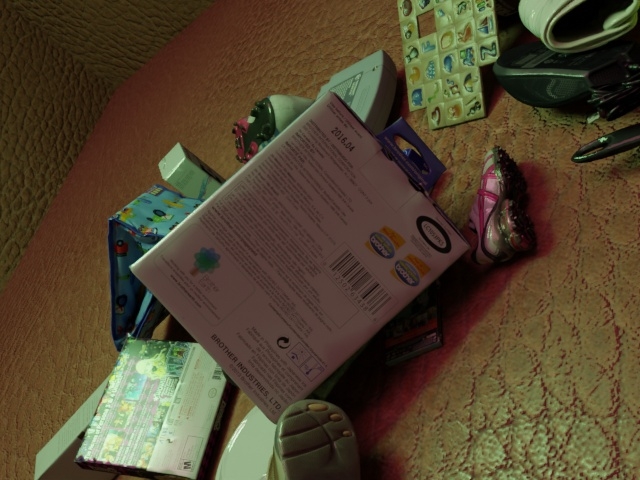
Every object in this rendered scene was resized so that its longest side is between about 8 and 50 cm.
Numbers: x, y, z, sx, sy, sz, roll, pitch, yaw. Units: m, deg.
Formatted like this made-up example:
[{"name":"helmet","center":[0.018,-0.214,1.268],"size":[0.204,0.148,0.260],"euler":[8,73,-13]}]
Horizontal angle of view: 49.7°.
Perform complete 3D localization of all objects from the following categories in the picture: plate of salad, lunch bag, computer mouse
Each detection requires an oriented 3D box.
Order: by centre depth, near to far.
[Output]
[{"name":"computer mouse","center":[0.344,-0.211,0.919],"size":[0.188,0.072,0.272],"euler":[-32,30,-18]},{"name":"plate of salad","center":[-0.071,0.289,0.952],"size":[0.200,0.048,0.200],"euler":[-40,23,21]},{"name":"lunch bag","center":[-0.330,0.069,1.358],"size":[0.221,0.138,0.293],"euler":[-65,-8,-67]}]

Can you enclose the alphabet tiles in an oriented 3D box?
[{"name":"alphabet tiles","center":[0.212,-0.310,1.138],"size":[0.198,0.009,0.237],"euler":[-5,92,51]}]

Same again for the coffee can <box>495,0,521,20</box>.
[{"name":"coffee can","center":[0.346,-0.480,1.101],"size":[0.275,0.201,0.201],"euler":[-6,52,51]}]

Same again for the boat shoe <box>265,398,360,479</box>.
[{"name":"boat shoe","center":[-0.004,0.343,0.756],"size":[0.116,0.123,0.324],"euler":[117,158,-49]}]

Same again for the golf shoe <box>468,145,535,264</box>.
[{"name":"golf shoe","center":[0.226,-0.051,0.914],"size":[0.086,0.067,0.186],"euler":[-30,35,35]}]

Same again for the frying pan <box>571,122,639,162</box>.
[{"name":"frying pan","center":[0.444,-0.127,0.719],"size":[0.326,0.053,0.197],"euler":[-39,29,22]}]

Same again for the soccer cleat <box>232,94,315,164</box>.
[{"name":"soccer cleat","center":[-0.104,-0.245,1.570],"size":[0.331,0.143,0.116],"euler":[166,95,-69]}]

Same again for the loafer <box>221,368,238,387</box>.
[{"name":"loafer","center":[-0.034,0.057,1.048],"size":[0.366,0.134,0.130],"euler":[-62,11,-1]}]

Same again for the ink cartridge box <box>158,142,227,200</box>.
[{"name":"ink cartridge box","center":[-0.274,-0.131,1.580],"size":[0.072,0.175,0.127],"euler":[-47,30,6]}]

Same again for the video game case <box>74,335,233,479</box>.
[{"name":"video game case","center":[-0.260,0.272,1.132],"size":[0.210,0.042,0.232],"euler":[3,51,13]}]

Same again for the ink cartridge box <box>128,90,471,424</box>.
[{"name":"ink cartridge box","center":[0.000,0.000,0.902],"size":[0.395,0.270,0.151],"euler":[-42,4,-1]}]

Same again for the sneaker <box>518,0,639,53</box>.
[{"name":"sneaker","center":[0.416,-0.337,0.899],"size":[0.292,0.108,0.169],"euler":[-28,26,20]}]

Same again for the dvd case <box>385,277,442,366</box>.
[{"name":"dvd case","center":[0.125,0.105,0.931],"size":[0.087,0.013,0.119],"euler":[-30,36,32]}]

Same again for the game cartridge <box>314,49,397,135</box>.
[{"name":"game cartridge","center":[0.048,-0.230,1.328],"size":[0.198,0.062,0.297],"euler":[-13,45,41]}]

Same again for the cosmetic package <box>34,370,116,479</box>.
[{"name":"cosmetic package","center":[-0.398,0.359,1.253],"size":[0.231,0.117,0.085],"euler":[-49,28,4]}]

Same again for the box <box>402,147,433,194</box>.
[{"name":"box","center":[0.099,-0.065,1.100],"size":[0.126,0.072,0.137],"euler":[-7,51,51]}]
